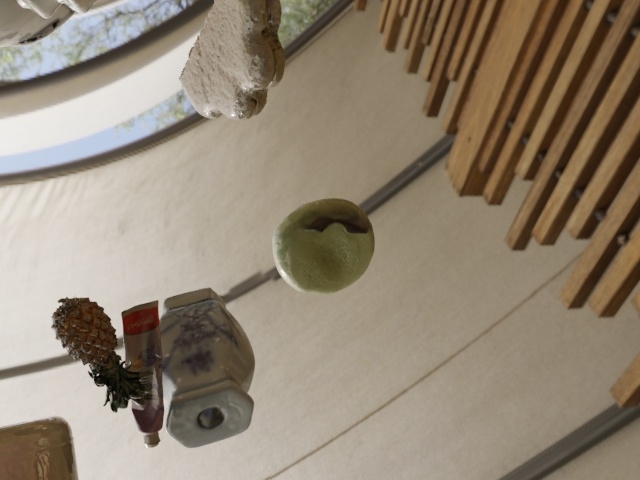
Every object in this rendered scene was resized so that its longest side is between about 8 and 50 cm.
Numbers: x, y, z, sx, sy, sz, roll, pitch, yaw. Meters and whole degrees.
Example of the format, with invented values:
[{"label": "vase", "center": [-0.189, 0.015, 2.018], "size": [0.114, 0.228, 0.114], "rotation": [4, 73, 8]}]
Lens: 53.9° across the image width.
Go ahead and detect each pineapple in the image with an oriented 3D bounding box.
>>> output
[{"label": "pineapple", "center": [-0.351, 0.177, 1.007], "size": [0.103, 0.221, 0.083], "rotation": [-11, -151, 25]}]

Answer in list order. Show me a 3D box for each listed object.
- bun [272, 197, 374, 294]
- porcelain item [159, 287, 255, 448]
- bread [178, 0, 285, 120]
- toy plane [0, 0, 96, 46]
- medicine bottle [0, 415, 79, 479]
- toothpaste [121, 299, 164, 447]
[{"label": "bun", "center": [0.000, 0.000, 1.667], "size": [0.283, 0.283, 0.179], "rotation": [-3, -149, -20]}, {"label": "porcelain item", "center": [-0.280, 0.276, 1.475], "size": [0.243, 0.178, 0.405], "rotation": [-15, -148, -9]}, {"label": "bread", "center": [-0.161, -0.352, 1.251], "size": [0.102, 0.337, 0.183], "rotation": [-32, -99, -40]}, {"label": "toy plane", "center": [-0.165, -0.212, 0.392], "size": [0.245, 0.117, 0.244], "rotation": [-9, -115, 20]}, {"label": "medicine bottle", "center": [-0.513, 0.463, 1.000], "size": [0.256, 0.256, 0.324], "rotation": [-6, -100, -24]}, {"label": "toothpaste", "center": [-0.345, 0.269, 1.244], "size": [0.075, 0.301, 0.048], "rotation": [-5, -166, -15]}]
